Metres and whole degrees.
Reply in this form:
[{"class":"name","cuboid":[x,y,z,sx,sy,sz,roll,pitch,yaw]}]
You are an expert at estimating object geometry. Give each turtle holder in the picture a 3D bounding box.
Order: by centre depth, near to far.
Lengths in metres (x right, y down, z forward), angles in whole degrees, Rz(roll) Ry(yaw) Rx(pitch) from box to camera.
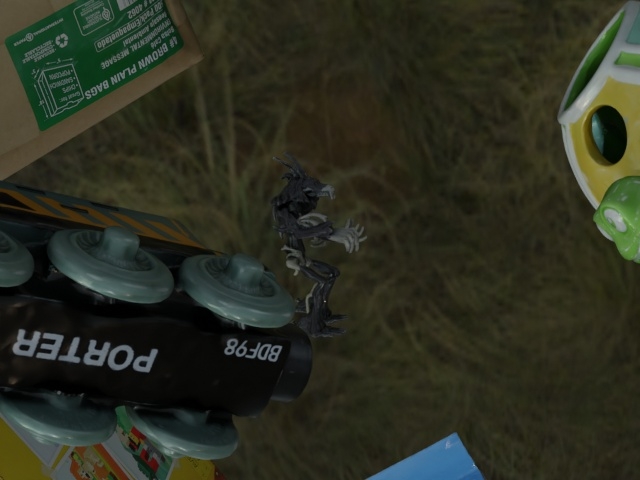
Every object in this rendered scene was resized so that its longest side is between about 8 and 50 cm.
[{"class":"turtle holder","cuboid":[0.330,-0.081,1.237,0.227,0.243,0.320,32,70,-3]}]

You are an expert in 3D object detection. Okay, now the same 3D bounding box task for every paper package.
[{"class":"paper package","cuboid":[-0.322,-0.195,1.184,0.325,0.168,0.309,-35,46,-21]}]

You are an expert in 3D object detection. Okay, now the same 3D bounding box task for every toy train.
[{"class":"toy train","cuboid":[-0.166,0.033,0.836,0.190,0.334,0.142,43,116,51]}]

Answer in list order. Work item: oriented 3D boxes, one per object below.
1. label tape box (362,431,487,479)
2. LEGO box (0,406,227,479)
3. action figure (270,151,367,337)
[{"class":"label tape box","cuboid":[0.147,0.435,1.706,0.240,0.334,0.106,-29,31,5]},{"class":"LEGO box","cuboid":[-0.353,0.278,1.664,0.193,0.500,0.372,-31,15,22]},{"class":"action figure","cuboid":[0.000,0.000,2.074,0.141,0.164,0.276,-5,102,12]}]
